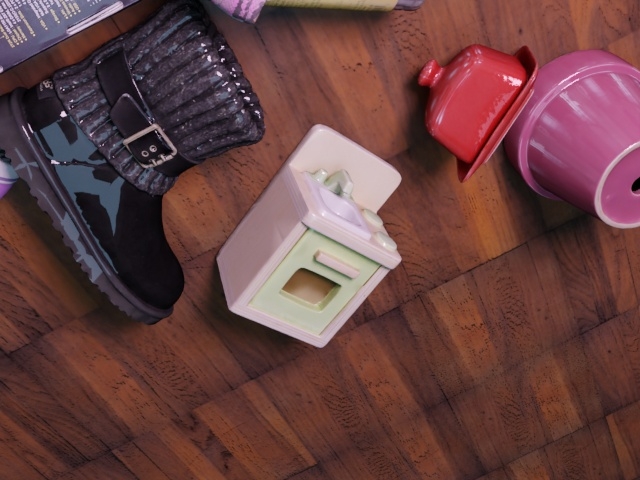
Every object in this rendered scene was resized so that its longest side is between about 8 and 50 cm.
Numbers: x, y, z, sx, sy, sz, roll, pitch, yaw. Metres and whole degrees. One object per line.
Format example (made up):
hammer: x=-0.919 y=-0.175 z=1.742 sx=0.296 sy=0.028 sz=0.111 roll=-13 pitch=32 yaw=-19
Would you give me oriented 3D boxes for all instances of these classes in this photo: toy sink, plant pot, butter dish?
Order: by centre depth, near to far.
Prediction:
butter dish: x=0.171 y=-0.174 z=0.924 sx=0.118 sy=0.160 sz=0.160 roll=29 pitch=114 yaw=-6
plant pot: x=0.360 y=-0.116 z=0.981 sx=0.201 sy=0.180 sz=0.201 roll=-8 pitch=125 yaw=-12
toy sink: x=0.000 y=0.000 z=0.986 sx=0.153 sy=0.131 sz=0.234 roll=27 pitch=112 yaw=-31

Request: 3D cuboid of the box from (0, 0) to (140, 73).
box: x=-0.327 y=-0.331 z=0.621 sx=0.318 sy=0.097 sz=0.394 roll=-28 pitch=112 yaw=2

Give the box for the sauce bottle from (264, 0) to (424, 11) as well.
sauce bottle: x=-0.058 y=-0.290 z=0.776 sx=0.345 sy=0.111 sz=0.111 roll=-3 pitch=125 yaw=-15

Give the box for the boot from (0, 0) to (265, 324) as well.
boot: x=-0.172 y=-0.074 z=0.883 sx=0.260 sy=0.131 sz=0.348 roll=-25 pitch=127 yaw=2

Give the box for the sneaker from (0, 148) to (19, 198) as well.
sneaker: x=-0.468 y=-0.101 z=0.798 sx=0.161 sy=0.102 sz=0.282 roll=-40 pitch=126 yaw=17

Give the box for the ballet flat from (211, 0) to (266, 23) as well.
ballet flat: x=-0.015 y=-0.289 z=0.700 sx=0.221 sy=0.077 sz=0.079 roll=-49 pitch=124 yaw=2
